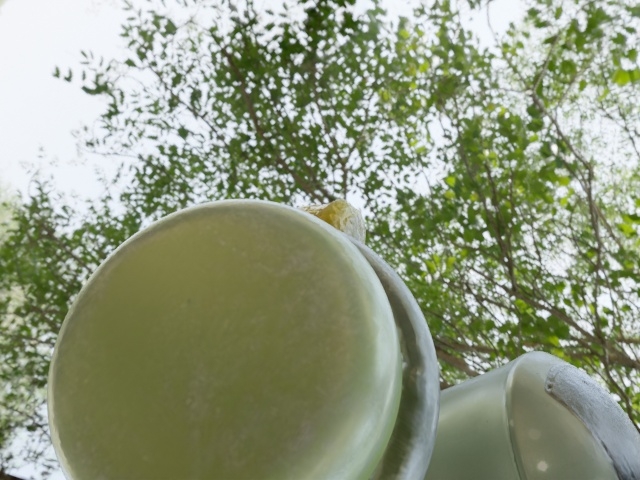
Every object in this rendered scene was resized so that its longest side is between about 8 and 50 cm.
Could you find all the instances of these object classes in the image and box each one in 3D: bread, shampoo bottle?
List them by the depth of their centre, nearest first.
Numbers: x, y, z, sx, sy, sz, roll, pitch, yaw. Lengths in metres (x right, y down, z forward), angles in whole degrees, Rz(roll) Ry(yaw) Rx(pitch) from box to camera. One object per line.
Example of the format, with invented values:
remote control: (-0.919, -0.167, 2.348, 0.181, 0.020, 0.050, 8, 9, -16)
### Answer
shampoo bottle: (-0.055, 0.140, 0.498, 0.322, 0.317, 0.323, -4, -120, 6)
bread: (0.001, 0.004, 1.191, 0.170, 0.197, 0.197, 7, -120, 33)

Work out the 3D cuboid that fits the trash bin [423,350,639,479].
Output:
trash bin: (0.205, 0.329, 0.714, 0.432, 0.280, 0.281, -33, -143, 37)
